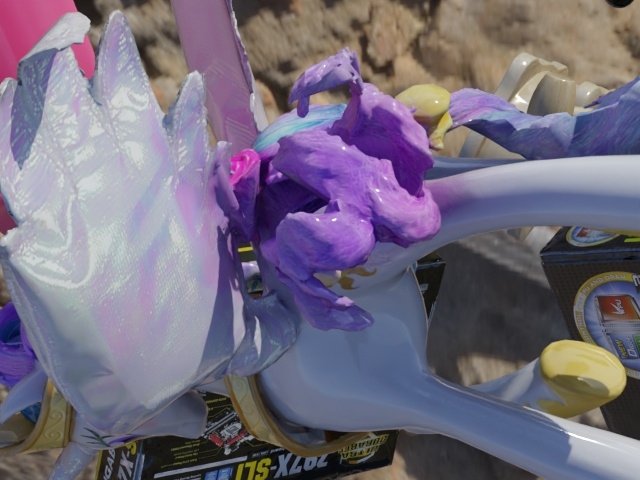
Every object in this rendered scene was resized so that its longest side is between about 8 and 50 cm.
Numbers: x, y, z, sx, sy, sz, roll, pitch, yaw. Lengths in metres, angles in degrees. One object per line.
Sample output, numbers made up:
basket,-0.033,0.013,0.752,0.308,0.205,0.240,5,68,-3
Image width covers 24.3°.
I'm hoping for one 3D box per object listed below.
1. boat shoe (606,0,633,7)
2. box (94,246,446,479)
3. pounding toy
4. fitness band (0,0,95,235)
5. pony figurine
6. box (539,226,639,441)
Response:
boat shoe,0.336,-0.310,1.633,0.080,0.223,0.073,-18,83,5
box,-0.047,0.128,1.449,0.322,0.257,0.079,-8,36,-33
pounding toy,0.220,-0.069,1.338,0.155,0.269,0.154,29,103,19
fitness band,-0.176,-0.126,0.602,0.054,0.209,0.290,-34,120,-23
pony figurine,0.000,0.000,0.645,0.364,0.351,0.302,2,39,5
box,0.276,0.100,0.891,0.216,0.270,0.060,-3,31,41
